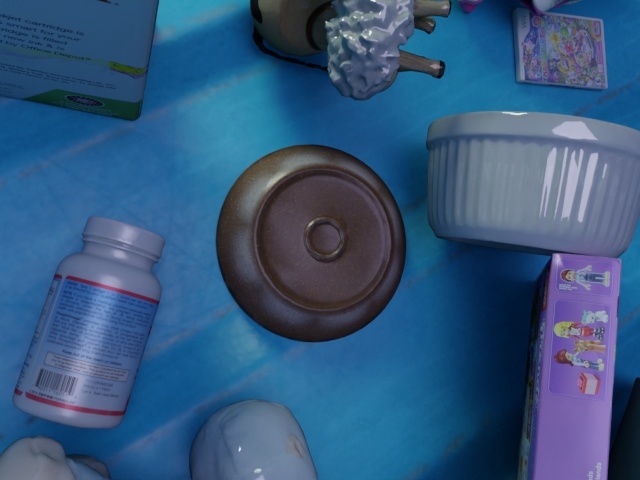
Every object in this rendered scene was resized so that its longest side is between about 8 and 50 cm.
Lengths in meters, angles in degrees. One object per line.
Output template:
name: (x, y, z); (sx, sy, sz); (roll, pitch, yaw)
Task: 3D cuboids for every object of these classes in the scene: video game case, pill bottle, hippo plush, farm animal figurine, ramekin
video game case: (0.282, -0.224, 0.741); (0.122, 0.011, 0.087); (0, 84, -18)
pill bottle: (-0.183, 0.066, 0.520); (0.087, 0.087, 0.160); (18, 79, -15)
hippo plush: (-0.082, 0.248, 0.456); (0.237, 0.234, 0.294); (-18, 89, -18)
farm animal figurine: (0.004, -0.313, 0.558); (0.172, 0.330, 0.326); (4, 111, -20)
ramekin: (0.199, -0.044, 0.598); (0.207, 0.207, 0.109); (8, 90, -17)

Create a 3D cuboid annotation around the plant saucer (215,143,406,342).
plant saucer: (0.000, 0.000, 0.614); (0.199, 0.036, 0.198); (2, 85, -18)

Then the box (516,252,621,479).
box: (0.220, 0.171, 0.581); (0.057, 0.201, 0.293); (6, 81, 16)

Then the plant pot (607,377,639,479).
plant pot: (0.395, 0.303, 0.588); (0.293, 0.293, 0.235); (23, 93, -14)

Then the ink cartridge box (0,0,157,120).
ink cartridge box: (-0.214, -0.191, 0.437); (0.201, 0.278, 0.117); (9, 82, -17)

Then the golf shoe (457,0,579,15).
golf shoe: (0.284, -0.312, 0.680); (0.306, 0.115, 0.140); (2, 95, 8)
